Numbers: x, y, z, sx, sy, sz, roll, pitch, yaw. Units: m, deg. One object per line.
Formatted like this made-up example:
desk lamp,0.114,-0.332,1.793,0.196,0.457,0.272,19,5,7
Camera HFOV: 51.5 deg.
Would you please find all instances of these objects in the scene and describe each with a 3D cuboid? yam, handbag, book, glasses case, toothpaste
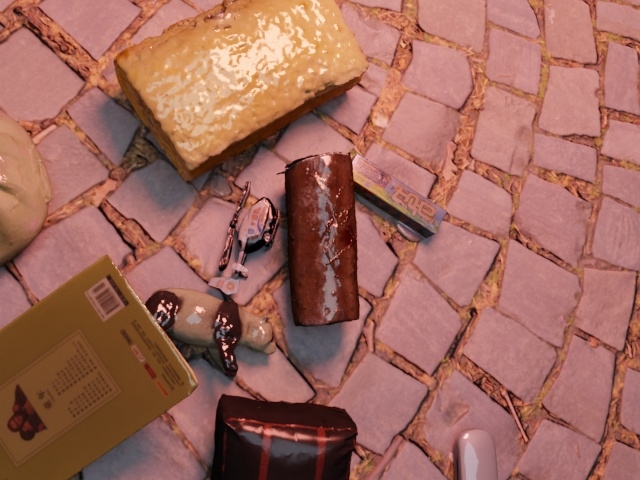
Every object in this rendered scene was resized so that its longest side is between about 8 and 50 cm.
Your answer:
yam,0.002,0.000,1.094,0.131,0.131,0.279,-1,83,-13
handbag,-0.060,0.333,1.000,0.215,0.155,0.169,8,98,-11
book,-0.379,0.212,0.962,0.352,0.035,0.239,-35,87,2
glasses case,0.262,0.408,1.112,0.067,0.045,0.178,2,79,-12
toothpaste,0.123,-0.070,1.176,0.193,0.044,0.070,32,74,-5

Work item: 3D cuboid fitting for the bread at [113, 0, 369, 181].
bread,-0.126,-0.288,1.102,0.375,0.165,0.236,-32,92,-17

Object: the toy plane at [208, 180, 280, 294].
toy plane,-0.120,-0.001,1.108,0.078,0.053,0.197,18,75,0

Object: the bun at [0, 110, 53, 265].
bun,-0.551,-0.088,0.956,0.293,0.187,0.293,3,78,-15

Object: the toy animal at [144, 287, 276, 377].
toy animal,-0.177,0.145,1.047,0.225,0.094,0.121,14,68,-9
